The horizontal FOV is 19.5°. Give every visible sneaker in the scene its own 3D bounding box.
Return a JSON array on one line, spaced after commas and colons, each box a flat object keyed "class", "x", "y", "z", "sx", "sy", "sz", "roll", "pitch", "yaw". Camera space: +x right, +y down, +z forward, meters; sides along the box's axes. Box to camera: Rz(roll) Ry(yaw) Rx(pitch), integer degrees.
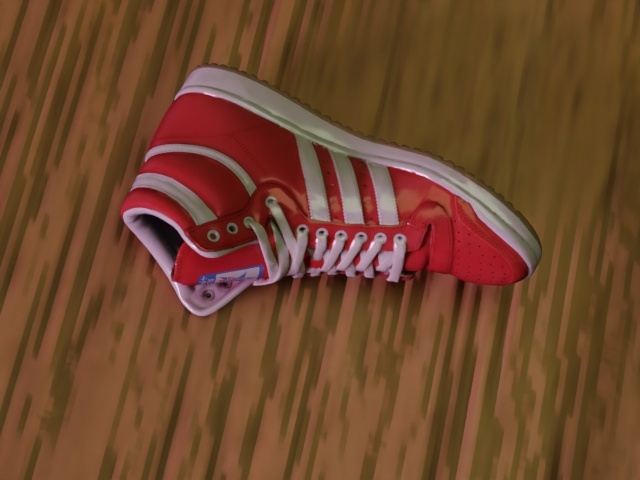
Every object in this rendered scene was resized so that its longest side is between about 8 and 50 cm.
[{"class": "sneaker", "x": 0.000, "y": 0.000, "z": 0.538, "sx": 0.118, "sy": 0.042, "sz": 0.067, "roll": 24, "pitch": 60, "yaw": 10}]
